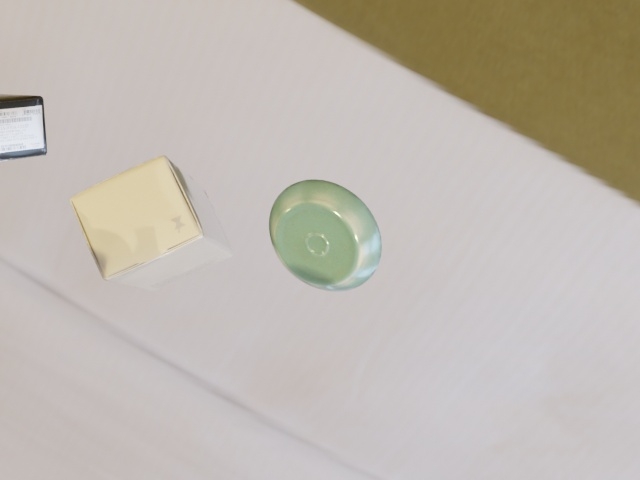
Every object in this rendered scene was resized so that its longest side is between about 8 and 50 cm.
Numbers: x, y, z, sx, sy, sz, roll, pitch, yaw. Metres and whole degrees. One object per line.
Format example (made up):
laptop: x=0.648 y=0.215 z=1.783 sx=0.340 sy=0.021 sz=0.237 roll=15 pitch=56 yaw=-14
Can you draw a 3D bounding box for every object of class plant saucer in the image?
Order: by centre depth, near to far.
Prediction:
plant saucer: x=0.000 y=0.000 z=1.507 sx=0.119 sy=0.021 sz=0.119 roll=12 pitch=119 yaw=21

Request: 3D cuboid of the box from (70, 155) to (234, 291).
box: x=-0.171 y=-0.012 z=1.646 sx=0.275 sy=0.113 sz=0.094 roll=67 pitch=179 yaw=-84

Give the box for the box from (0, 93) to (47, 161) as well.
box: x=-0.350 y=-0.087 z=1.242 sx=0.220 sy=0.175 sz=0.051 roll=8 pitch=104 yaw=46
